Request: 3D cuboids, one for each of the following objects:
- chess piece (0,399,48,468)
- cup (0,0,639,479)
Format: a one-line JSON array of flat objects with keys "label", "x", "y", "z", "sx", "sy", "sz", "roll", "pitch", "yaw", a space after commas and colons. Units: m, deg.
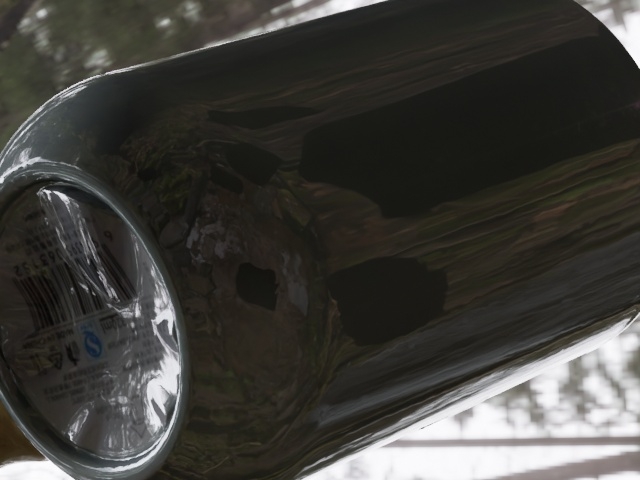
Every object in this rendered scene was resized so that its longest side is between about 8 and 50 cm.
[{"label": "chess piece", "x": -0.274, "y": 0.129, "z": 1.014, "sx": 0.307, "sy": 0.139, "sz": 0.124, "roll": -36, "pitch": -109, "yaw": -6}, {"label": "cup", "x": 0.000, "y": 0.000, "z": 0.883, "sx": 0.312, "sy": 0.205, "sz": 0.205, "roll": -20, "pitch": -85, "yaw": -45}]
